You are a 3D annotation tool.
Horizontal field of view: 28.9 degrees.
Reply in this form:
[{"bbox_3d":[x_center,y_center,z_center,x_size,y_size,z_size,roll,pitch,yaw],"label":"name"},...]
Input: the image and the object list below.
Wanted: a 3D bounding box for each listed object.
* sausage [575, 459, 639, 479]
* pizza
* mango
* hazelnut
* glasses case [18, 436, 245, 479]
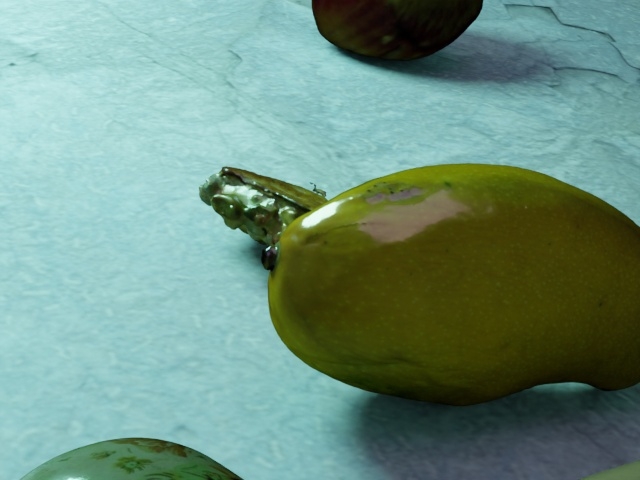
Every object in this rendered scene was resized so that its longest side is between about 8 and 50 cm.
[{"bbox_3d":[0.206,0.192,0.745,0.252,0.123,0.123,-9,33,-33],"label":"sausage"},{"bbox_3d":[0.000,0.000,1.105,0.226,0.069,0.147,27,10,23],"label":"pizza"},{"bbox_3d":[0.126,0.034,0.945,0.359,0.187,0.144,-1,17,-21],"label":"mango"},{"bbox_3d":[0.089,-0.336,1.633,0.229,0.229,0.229,8,28,-4],"label":"hazelnut"},{"bbox_3d":[-0.006,0.233,0.617,0.425,0.098,0.156,30,31,34],"label":"glasses case"}]
